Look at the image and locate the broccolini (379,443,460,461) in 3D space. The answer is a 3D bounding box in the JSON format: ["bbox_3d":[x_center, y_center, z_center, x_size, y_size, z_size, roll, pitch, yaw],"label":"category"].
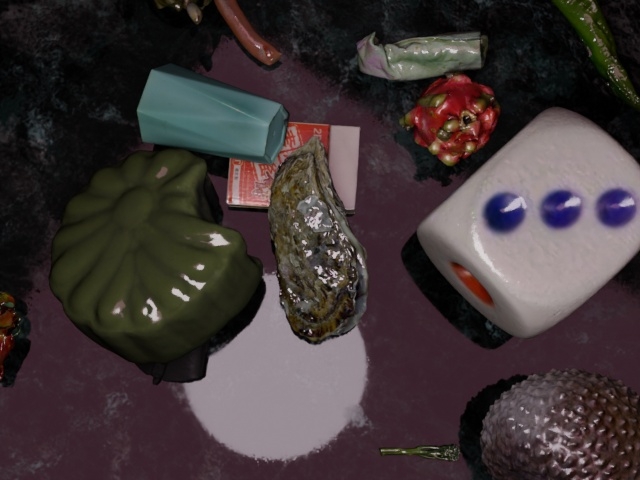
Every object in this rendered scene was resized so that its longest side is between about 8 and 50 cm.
[{"bbox_3d":[0.171,0.364,1.937,0.140,0.035,0.030,1,78,0],"label":"broccolini"}]

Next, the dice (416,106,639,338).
[{"bbox_3d":[0.357,-0.028,1.864,0.304,0.304,0.277,-43,85,-7],"label":"dice"}]

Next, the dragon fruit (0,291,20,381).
[{"bbox_3d":[-0.567,0.168,1.911,0.138,0.142,0.175,51,51,-19],"label":"dragon fruit"}]

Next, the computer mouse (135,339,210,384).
[{"bbox_3d":[-0.241,0.125,1.940,0.147,0.088,0.264,18,84,4],"label":"computer mouse"}]

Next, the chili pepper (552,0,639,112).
[{"bbox_3d":[0.504,-0.376,2.038,0.085,0.076,0.359,-34,79,13],"label":"chili pepper"}]

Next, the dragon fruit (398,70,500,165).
[{"bbox_3d":[0.228,-0.212,1.952,0.166,0.172,0.160,-15,90,-7],"label":"dragon fruit"}]

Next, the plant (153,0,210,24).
[{"bbox_3d":[-0.201,-0.530,2.045,0.251,0.180,0.333,25,38,26],"label":"plant"}]

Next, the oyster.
[{"bbox_3d":[-0.004,-0.004,1.917,0.162,0.158,0.351,-7,89,6],"label":"oyster"}]

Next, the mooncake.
[{"bbox_3d":[-0.280,0.022,1.847,0.351,0.187,0.351,-8,64,16],"label":"mooncake"}]

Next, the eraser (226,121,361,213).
[{"bbox_3d":[-0.047,-0.132,2.004,0.230,0.038,0.157,4,81,0],"label":"eraser"}]

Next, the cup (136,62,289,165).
[{"bbox_3d":[-0.179,-0.209,1.944,0.236,0.148,0.134,17,115,12],"label":"cup"}]

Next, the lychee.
[{"bbox_3d":[0.407,0.335,1.826,0.300,0.300,0.300,0,81,-2],"label":"lychee"}]

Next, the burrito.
[{"bbox_3d":[0.180,-0.329,1.998,0.229,0.144,0.089,-5,92,3],"label":"burrito"}]

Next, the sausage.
[{"bbox_3d":[-0.139,-0.390,2.039,0.047,0.040,0.177,-34,84,-15],"label":"sausage"}]
